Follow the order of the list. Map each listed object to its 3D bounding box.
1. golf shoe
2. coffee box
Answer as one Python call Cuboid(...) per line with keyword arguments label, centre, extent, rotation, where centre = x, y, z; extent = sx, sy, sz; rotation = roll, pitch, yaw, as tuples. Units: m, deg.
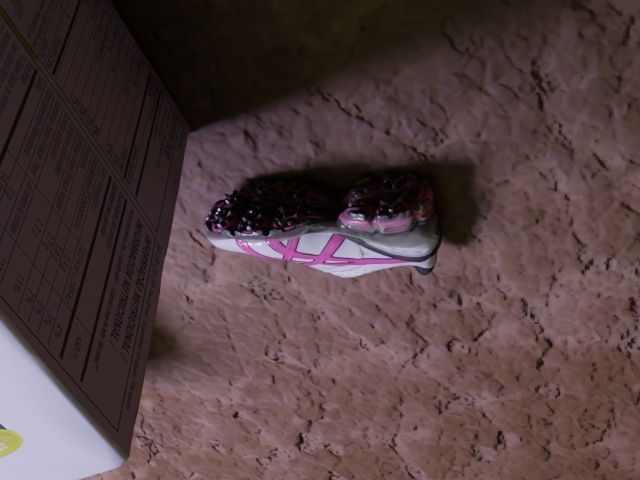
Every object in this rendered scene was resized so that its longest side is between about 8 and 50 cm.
Cuboid(label="golf shoe", centre=(0.000, 0.000, 0.902), extent=(0.186, 0.067, 0.086), rotation=(0, 130, 18))
Cuboid(label="coffee box", centre=(-0.318, -0.038, 0.740), extent=(0.337, 0.338, 0.334), rotation=(-19, 127, 17))
